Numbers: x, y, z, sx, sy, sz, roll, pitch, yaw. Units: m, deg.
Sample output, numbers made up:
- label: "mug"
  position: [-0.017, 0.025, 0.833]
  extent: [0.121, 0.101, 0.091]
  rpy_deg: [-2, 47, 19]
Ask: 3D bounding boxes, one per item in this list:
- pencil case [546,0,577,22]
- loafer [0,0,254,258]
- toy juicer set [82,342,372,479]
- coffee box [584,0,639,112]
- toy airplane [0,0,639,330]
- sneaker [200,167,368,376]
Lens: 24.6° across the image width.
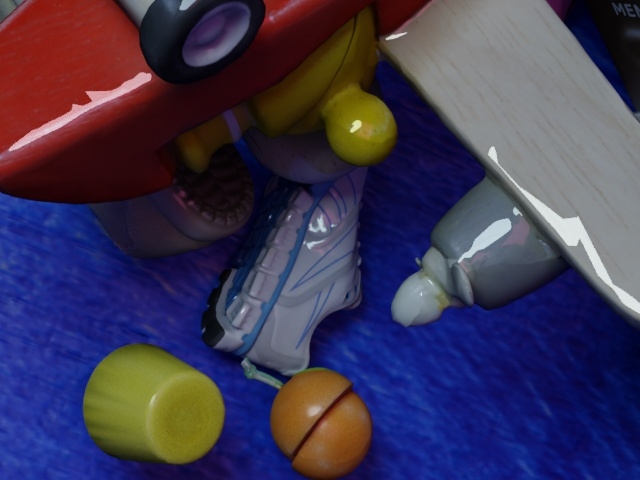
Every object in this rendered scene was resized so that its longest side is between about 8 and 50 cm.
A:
- label: "pencil case"
  position: [0.145, -0.194, 0.978]
  extent: [0.095, 0.098, 0.209]
  rpy_deg: [29, 76, 1]
- label: "loafer"
  position: [-0.148, -0.097, 0.882]
  extent: [0.268, 0.092, 0.102]
  rpy_deg: [57, 33, 10]
- label: "toy juicer set"
  position: [-0.049, 0.225, 0.890]
  extent: [0.209, 0.089, 0.329]
  rpy_deg: [1, 93, -36]
- label: "coffee box"
  position: [0.274, -0.107, 0.941]
  extent: [0.098, 0.141, 0.246]
  rpy_deg: [-40, 116, -17]
- label: "toy airplane"
  position: [0.024, -0.142, 0.800]
  extent: [0.384, 0.272, 0.386]
  rpy_deg: [11, 56, -2]
- label: "sneaker"
  position: [0.000, 0.000, 0.937]
  extent: [0.083, 0.071, 0.191]
  rpy_deg: [33, 78, -24]
